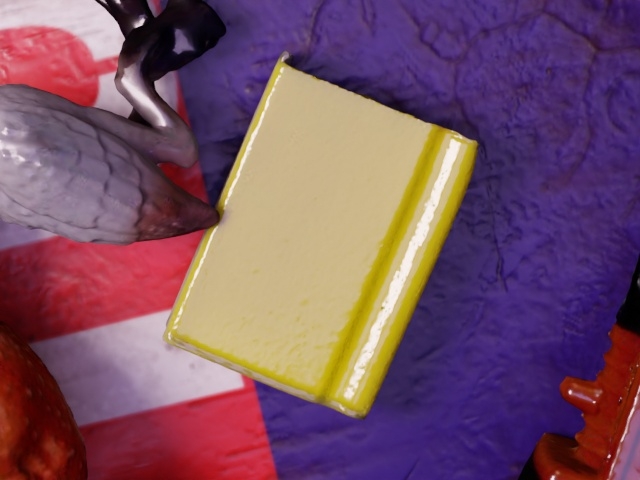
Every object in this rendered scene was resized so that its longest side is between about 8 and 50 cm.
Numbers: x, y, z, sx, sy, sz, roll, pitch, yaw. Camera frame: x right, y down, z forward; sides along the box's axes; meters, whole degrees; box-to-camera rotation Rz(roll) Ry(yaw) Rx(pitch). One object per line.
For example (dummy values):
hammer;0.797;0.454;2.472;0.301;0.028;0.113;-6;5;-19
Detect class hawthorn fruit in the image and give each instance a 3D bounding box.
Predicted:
hawthorn fruit;-0.248;0.144;0.999;0.205;0.253;0.205;-8;107;-28

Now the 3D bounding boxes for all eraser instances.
eraser;0.000;0.000;1.085;0.158;0.069;0.226;23;97;-8

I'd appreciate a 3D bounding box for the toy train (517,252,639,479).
toy train;0.264;0.170;1.088;0.232;0.163;0.369;17;98;2

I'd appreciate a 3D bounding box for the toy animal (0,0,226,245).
toy animal;-0.191;-0.062;0.991;0.324;0.090;0.195;-25;82;-35
